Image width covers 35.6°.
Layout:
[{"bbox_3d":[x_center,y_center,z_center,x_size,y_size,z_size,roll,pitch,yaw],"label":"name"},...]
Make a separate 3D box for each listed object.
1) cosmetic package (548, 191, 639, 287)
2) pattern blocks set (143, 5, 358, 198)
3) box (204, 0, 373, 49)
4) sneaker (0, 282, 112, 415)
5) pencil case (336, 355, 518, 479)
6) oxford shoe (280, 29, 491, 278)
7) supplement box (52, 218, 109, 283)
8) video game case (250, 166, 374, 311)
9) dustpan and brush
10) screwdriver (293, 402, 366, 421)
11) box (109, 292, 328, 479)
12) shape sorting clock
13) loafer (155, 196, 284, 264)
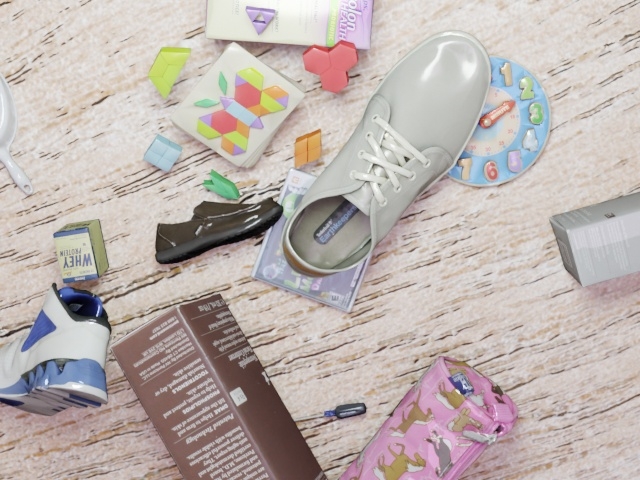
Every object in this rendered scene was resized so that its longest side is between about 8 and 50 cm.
[{"bbox_3d":[0.491,-0.016,1.534,0.238,0.127,0.107,-19,100,3],"label":"cosmetic package"},{"bbox_3d":[-0.119,-0.198,1.484,0.285,0.026,0.325,20,126,-12],"label":"pattern blocks set"},{"bbox_3d":[-0.039,-0.396,1.467,0.243,0.117,0.213,4,102,1],"label":"box"},{"bbox_3d":[-0.417,0.168,1.560,0.127,0.315,0.182,33,58,-39],"label":"sneaker"},{"bbox_3d":[0.141,0.367,1.593,0.160,0.167,0.386,39,102,5],"label":"pencil case"},{"bbox_3d":[0.099,-0.115,1.491,0.169,0.130,0.449,39,100,-3],"label":"oxford shoe"},{"bbox_3d":[-0.376,0.016,1.573,0.056,0.083,0.083,-9,101,2],"label":"supplement box"},{"bbox_3d":[0.000,0.000,1.596,0.173,0.022,0.190,20,101,-3],"label":"video game case"},{"bbox_3d":[-0.518,-0.161,1.559,0.147,0.060,0.211,-35,93,-5],"label":"dustpan and brush"},{"bbox_3d":[-0.007,0.290,1.657,0.170,0.024,0.025,-8,131,4],"label":"screwdriver"},{"bbox_3d":[-0.143,0.280,1.522,0.143,0.191,0.381,-30,86,13],"label":"box"},{"bbox_3d":[0.255,-0.184,1.545,0.206,0.040,0.206,0,101,1],"label":"shape sorting clock"},{"bbox_3d":[-0.166,-0.030,1.559,0.220,0.080,0.078,-19,83,8],"label":"loafer"}]
